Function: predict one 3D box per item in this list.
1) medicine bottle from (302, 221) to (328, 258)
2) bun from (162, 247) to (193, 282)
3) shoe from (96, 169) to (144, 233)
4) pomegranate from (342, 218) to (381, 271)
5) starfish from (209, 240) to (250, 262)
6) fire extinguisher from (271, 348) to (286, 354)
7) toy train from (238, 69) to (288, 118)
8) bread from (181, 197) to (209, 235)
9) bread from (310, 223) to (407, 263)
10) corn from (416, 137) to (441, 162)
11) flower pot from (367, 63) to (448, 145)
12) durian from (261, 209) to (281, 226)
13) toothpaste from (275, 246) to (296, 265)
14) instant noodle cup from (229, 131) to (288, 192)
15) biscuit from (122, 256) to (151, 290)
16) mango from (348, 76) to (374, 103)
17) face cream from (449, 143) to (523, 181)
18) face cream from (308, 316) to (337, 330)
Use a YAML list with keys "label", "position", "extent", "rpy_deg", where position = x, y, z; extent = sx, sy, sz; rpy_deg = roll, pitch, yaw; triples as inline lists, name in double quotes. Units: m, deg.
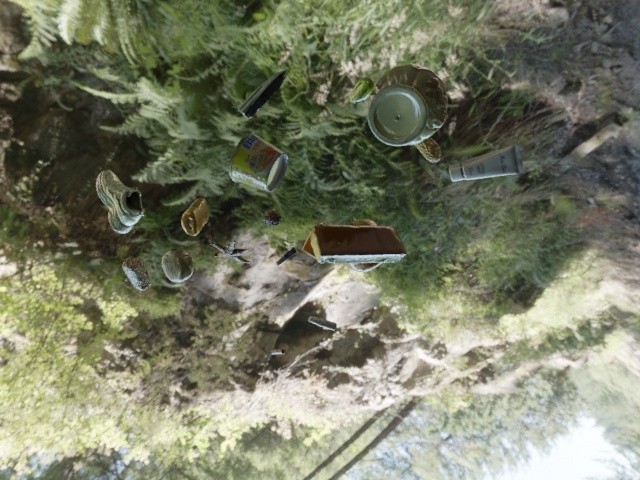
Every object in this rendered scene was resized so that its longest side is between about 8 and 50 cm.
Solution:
- label: "medicine bottle"
  position: [0.000, 0.000, 2.569]
  extent: [0.149, 0.222, 0.112]
  rpy_deg: [32, -170, 28]
- label: "bun"
  position: [-0.713, 0.121, 2.036]
  extent: [0.167, 0.173, 0.113]
  rpy_deg: [50, -148, 9]
- label: "shoe"
  position: [-0.999, -0.228, 2.041]
  extent: [0.132, 0.210, 0.342]
  rpy_deg: [-7, -109, -64]
- label: "pomegranate"
  position: [0.210, 0.024, 2.036]
  extent: [0.281, 0.281, 0.281]
  rpy_deg: [40, -163, -15]
- label: "starfish"
  position: [-0.464, 0.063, 2.096]
  extent: [0.240, 0.227, 0.043]
  rpy_deg: [33, -123, -30]
- label: "fire extinguisher"
  position: [-0.176, 0.477, 1.713]
  extent: [0.023, 0.083, 0.028]
  rpy_deg: [61, -139, -17]
- label: "toy train"
  position: [-0.230, -0.605, 1.632]
  extent: [0.048, 0.252, 0.055]
  rpy_deg: [45, 180, 28]
- label: "bread"
  position: [-0.657, -0.127, 2.106]
  extent: [0.305, 0.091, 0.142]
  rpy_deg: [-99, 1, -70]
- label: "bread"
  position: [0.135, 0.014, 1.464]
  extent: [0.361, 0.077, 0.138]
  rpy_deg: [0, -129, -26]
- label: "corn"
  position: [0.496, -0.498, 1.978]
  extent: [0.288, 0.086, 0.086]
  rpy_deg: [56, -160, 21]
- label: "flower pot"
  position: [0.313, -0.486, 1.494]
  extent: [0.307, 0.307, 0.244]
  rpy_deg: [44, -142, -5]
- label: "durian"
  position: [-0.217, -0.097, 1.778]
  extent: [0.091, 0.080, 0.080]
  rpy_deg: [-7, -139, -18]
- label: "toothpaste"
  position: [-0.111, 0.052, 1.290]
  extent: [0.015, 0.083, 0.024]
  rpy_deg: [11, 133, 49]
- label: "instant noodle cup"
  position: [-0.220, -0.284, 1.499]
  extent: [0.152, 0.205, 0.205]
  rpy_deg: [25, -166, 10]
- label: "biscuit"
  position: [-0.831, 0.153, 1.822]
  extent: [0.081, 0.169, 0.070]
  rpy_deg: [11, -137, 15]
- label: "mango"
  position: [0.212, -0.771, 2.066]
  extent: [0.074, 0.165, 0.091]
  rpy_deg: [-20, -99, -46]
- label: "face cream"
  position: [0.769, -0.348, 1.878]
  extent: [0.143, 0.314, 0.089]
  rpy_deg: [67, -150, -22]
- label: "face cream"
  position: [0.008, 0.343, 1.669]
  extent: [0.130, 0.034, 0.034]
  rpy_deg: [22, -154, -27]
